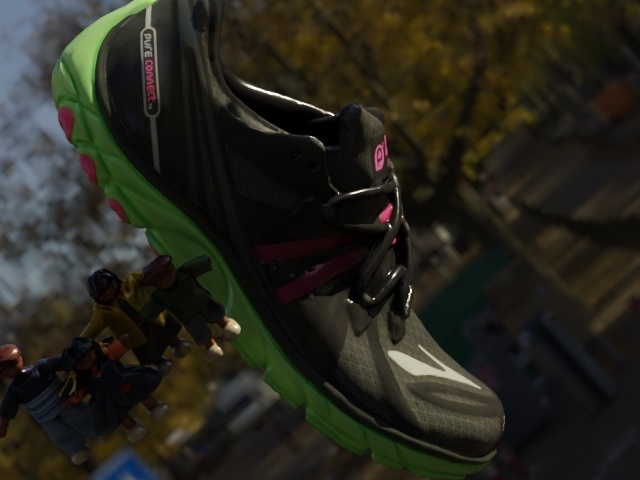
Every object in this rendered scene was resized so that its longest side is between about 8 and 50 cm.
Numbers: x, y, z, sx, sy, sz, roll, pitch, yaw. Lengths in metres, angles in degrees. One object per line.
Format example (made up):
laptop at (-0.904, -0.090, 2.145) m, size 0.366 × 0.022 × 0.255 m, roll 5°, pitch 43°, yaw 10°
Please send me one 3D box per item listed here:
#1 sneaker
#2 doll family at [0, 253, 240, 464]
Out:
sneaker at (0.000, 0.000, 1.552) m, size 0.202 × 0.483 × 0.185 m, roll -40°, pitch 17°, yaw 5°
doll family at (-0.155, 0.079, 1.427) m, size 0.193 × 0.111 × 0.076 m, roll -50°, pitch 38°, yaw -11°
